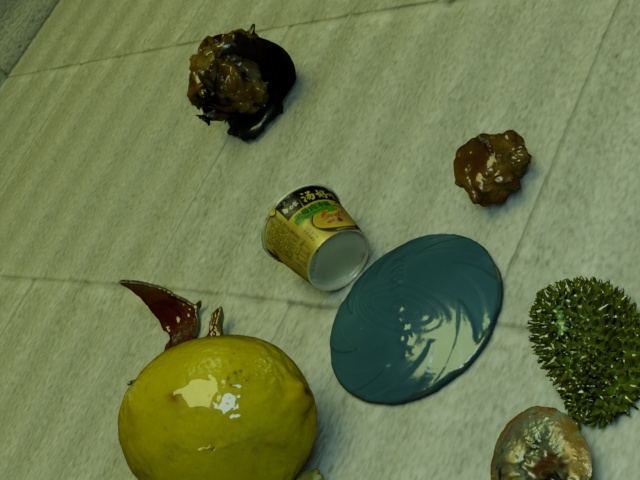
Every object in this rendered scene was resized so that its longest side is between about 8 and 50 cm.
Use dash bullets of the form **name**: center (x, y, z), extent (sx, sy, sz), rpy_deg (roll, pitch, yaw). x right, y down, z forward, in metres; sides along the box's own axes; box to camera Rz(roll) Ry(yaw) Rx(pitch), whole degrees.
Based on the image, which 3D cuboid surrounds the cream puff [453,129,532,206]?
- **cream puff**: center (0.257, -0.107, 1.583), extent (0.116, 0.094, 0.122), rpy_deg (14, 89, 53)

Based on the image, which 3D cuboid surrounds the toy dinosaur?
- **toy dinosaur**: center (-0.257, 0.198, 1.768), extent (0.207, 0.113, 0.327), rpy_deg (-19, 46, 31)

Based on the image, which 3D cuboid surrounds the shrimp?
- **shrimp**: center (0.249, 0.278, 1.237), extent (0.132, 0.052, 0.187), rpy_deg (-23, 49, 47)

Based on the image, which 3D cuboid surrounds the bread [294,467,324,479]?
- **bread**: center (-0.005, 0.348, 1.448), extent (0.049, 0.033, 0.088), rpy_deg (-35, 40, -10)

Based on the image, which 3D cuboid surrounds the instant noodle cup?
- **instant noodle cup**: center (0.000, 0.000, 1.687), extent (0.151, 0.151, 0.122), rpy_deg (-47, 47, -2)

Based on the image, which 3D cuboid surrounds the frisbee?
- **frisbee**: center (0.125, 0.101, 1.541), extent (0.290, 0.049, 0.289), rpy_deg (-26, 41, 25)

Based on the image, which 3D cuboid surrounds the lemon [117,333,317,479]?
- **lemon**: center (-0.142, 0.254, 1.489), extent (0.284, 0.260, 0.260), rpy_deg (3, 56, 23)

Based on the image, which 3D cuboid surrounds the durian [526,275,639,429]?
- **durian**: center (0.321, 0.121, 1.299), extent (0.137, 0.095, 0.220), rpy_deg (-30, 50, 28)

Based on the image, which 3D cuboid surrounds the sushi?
- **sushi**: center (-0.167, -0.320, 2.091), extent (0.213, 0.204, 0.200), rpy_deg (9, 67, 54)
